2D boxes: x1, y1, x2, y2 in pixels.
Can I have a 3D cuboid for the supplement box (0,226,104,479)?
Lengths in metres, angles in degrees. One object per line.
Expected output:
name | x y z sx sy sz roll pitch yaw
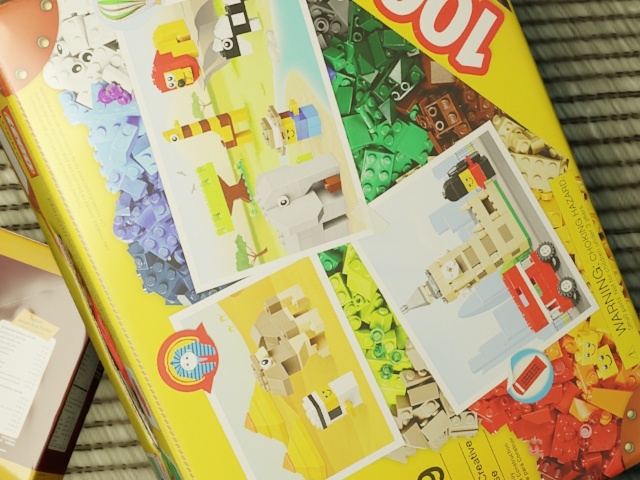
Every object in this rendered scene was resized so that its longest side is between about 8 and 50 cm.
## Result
supplement box | -0.288 0.092 1.188 0.191 0.129 0.194 20 79 4

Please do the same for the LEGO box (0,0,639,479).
LEGO box | 0.000 0.000 1.084 0.372 0.193 0.500 -26 98 -15
